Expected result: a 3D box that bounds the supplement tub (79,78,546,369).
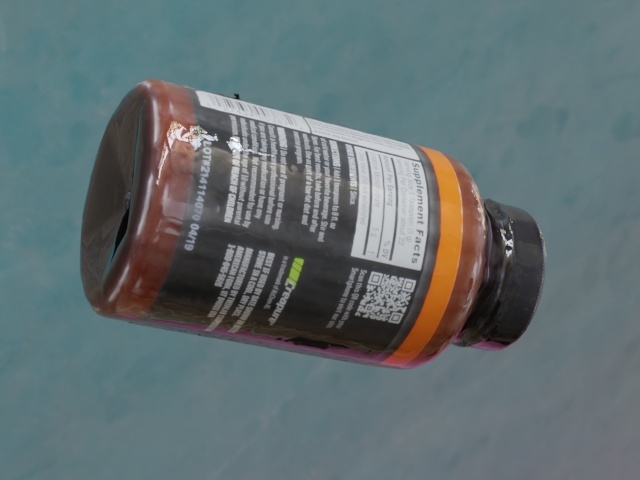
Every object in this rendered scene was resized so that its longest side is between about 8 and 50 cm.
[{"bbox_3d":[0.000,0.000,0.586,0.198,0.106,0.106,13,110,-23],"label":"supplement tub"}]
